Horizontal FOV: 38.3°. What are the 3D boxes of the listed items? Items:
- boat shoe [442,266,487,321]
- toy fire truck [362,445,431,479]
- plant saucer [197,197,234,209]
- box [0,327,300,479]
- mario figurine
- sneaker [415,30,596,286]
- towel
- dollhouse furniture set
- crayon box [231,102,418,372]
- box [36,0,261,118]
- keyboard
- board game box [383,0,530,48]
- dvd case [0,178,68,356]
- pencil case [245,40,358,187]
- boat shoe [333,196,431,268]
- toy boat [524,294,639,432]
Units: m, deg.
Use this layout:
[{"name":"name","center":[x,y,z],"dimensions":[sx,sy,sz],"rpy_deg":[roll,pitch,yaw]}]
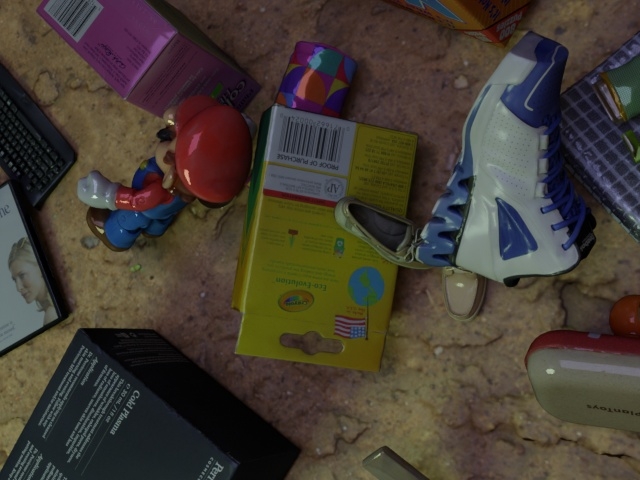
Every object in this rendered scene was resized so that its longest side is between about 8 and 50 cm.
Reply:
[{"name":"boat shoe","center":[0.181,0.019,1.186],"dimensions":[0.063,0.059,0.170],"rpy_deg":[1,84,25]},{"name":"toy fire truck","center":[0.113,0.396,1.138],"dimensions":[0.217,0.158,0.246],"rpy_deg":[-33,60,19]},{"name":"plant saucer","center":[-0.152,-0.087,1.380],"dimensions":[0.083,0.015,0.083],"rpy_deg":[-3,83,25]},{"name":"box","center":[-0.261,0.348,1.291],"dimensions":[0.312,0.179,0.343],"rpy_deg":[35,99,25]},{"name":"mario figurine","center":[-0.212,-0.111,1.281],"dimensions":[0.320,0.170,0.198],"rpy_deg":[-32,30,46]},{"name":"sneaker","center":[0.242,-0.066,1.042],"dimensions":[0.182,0.127,0.315],"rpy_deg":[27,129,13]},{"name":"towel","center":[0.414,-0.115,1.058],"dimensions":[0.235,0.121,0.284],"rpy_deg":[-43,68,14]},{"name":"dollhouse furniture set","center":[0.355,-0.136,0.992],"dimensions":[0.076,0.058,0.152],"rpy_deg":[-29,74,16]},{"name":"crayon box","center":[0.000,0.000,1.205],"dimensions":[0.202,0.081,0.318],"rpy_deg":[10,87,-15]},{"name":"box","center":[-0.239,-0.271,1.314],"dimensions":[0.213,0.243,0.117],"rpy_deg":[44,100,22]},{"name":"keyboard","center":[-0.560,-0.170,1.575],"dimensions":[0.317,0.033,0.201],"rpy_deg":[46,104,23]},{"name":"board game box","center":[0.101,-0.503,1.106],"dimensions":[0.356,0.356,0.356],"rpy_deg":[30,97,30]},{"name":"dvd case","center":[-0.526,0.049,1.521],"dimensions":[0.180,0.022,0.253],"rpy_deg":[-29,78,23]},{"name":"pencil case","center":[-0.026,-0.158,1.287],"dimensions":[0.104,0.104,0.236],"rpy_deg":[22,96,26]},{"name":"boat shoe","center":[0.089,-0.009,1.160],"dimensions":[0.153,0.048,0.056],"rpy_deg":[32,83,-13]},{"name":"toy boat","center":[0.360,0.130,1.063],"dimensions":[0.231,0.151,0.151],"rpy_deg":[4,57,26]}]
